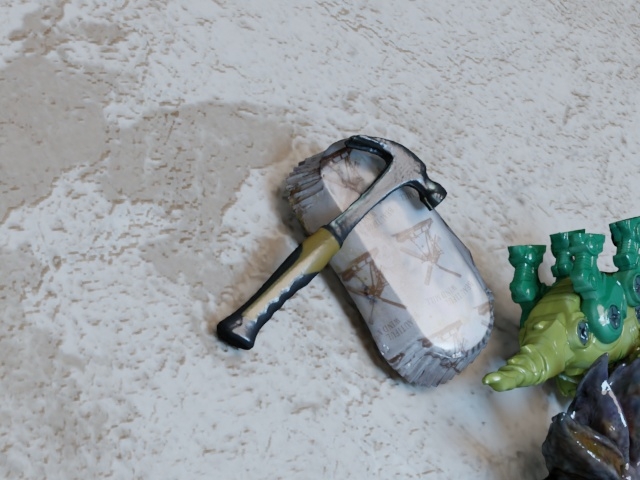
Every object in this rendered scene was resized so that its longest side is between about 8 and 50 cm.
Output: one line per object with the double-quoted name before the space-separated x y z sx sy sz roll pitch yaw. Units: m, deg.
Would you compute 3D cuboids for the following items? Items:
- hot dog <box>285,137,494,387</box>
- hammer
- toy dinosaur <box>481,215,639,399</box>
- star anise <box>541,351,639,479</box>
"hot dog" 0.054 0.013 1.198 0.108 0.059 0.191 -29 86 -34
"hammer" 0.000 0.000 1.140 0.078 0.021 0.201 47 63 0
"toy dinosaur" 0.185 0.060 1.231 0.259 0.094 0.153 1 78 -52
"star anise" 0.190 0.167 1.161 0.180 0.061 0.205 9 90 -52
